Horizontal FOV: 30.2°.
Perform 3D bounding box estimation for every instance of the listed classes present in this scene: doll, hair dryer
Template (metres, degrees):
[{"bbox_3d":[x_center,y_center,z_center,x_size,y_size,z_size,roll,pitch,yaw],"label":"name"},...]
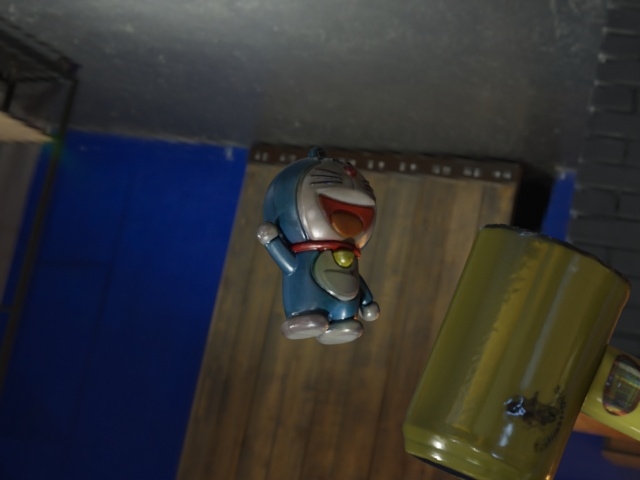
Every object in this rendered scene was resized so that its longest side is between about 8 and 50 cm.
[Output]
[{"bbox_3d":[0.000,0.000,0.894,0.114,0.151,0.085,15,156,-37],"label":"doll"},{"bbox_3d":[0.189,0.109,0.675,0.279,0.135,0.090,25,168,-12],"label":"hair dryer"}]
